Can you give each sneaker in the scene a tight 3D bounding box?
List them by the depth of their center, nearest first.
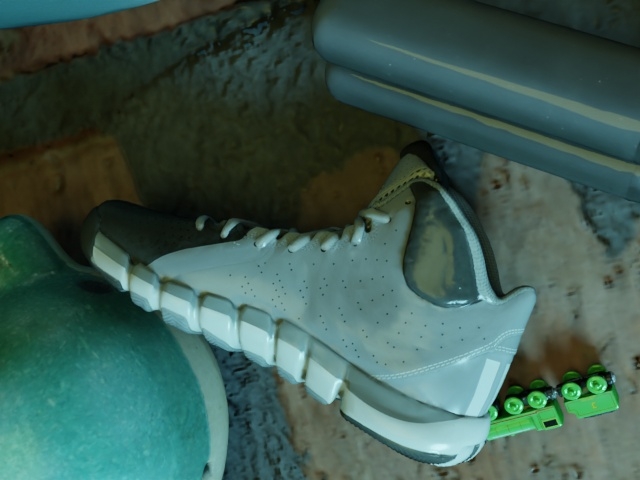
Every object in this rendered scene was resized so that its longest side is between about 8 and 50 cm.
[{"bbox_3d":[0.000,0.000,0.469,0.229,0.086,0.132,27,97,13],"label":"sneaker"}]

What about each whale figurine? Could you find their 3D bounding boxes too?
[{"bbox_3d":[-0.188,0.093,0.519,0.272,0.141,0.216,15,105,20],"label":"whale figurine"}]

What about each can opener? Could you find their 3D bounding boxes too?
[{"bbox_3d":[0.140,-0.070,0.409,0.284,0.076,0.095,22,75,18],"label":"can opener"}]

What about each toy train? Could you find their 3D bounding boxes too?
[{"bbox_3d":[0.105,0.082,0.467,0.083,0.017,0.023,-20,102,24],"label":"toy train"}]

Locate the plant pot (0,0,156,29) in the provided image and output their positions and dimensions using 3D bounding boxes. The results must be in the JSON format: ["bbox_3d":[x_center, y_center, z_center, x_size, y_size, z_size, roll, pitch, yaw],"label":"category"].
[{"bbox_3d":[-0.153,-0.185,0.447,0.235,0.166,0.165,1,100,16],"label":"plant pot"}]
